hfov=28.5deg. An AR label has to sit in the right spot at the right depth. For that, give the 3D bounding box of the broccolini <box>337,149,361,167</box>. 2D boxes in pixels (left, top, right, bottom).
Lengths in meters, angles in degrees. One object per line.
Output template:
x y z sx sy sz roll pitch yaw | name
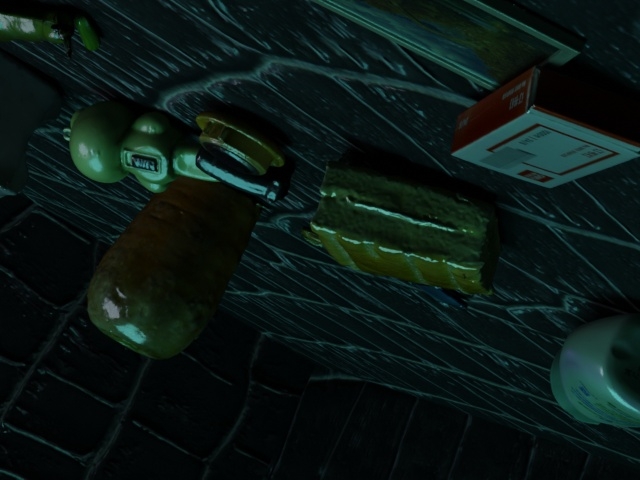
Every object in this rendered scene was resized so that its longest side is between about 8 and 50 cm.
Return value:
0.064 -0.088 1.743 0.035 0.030 0.140 16 169 29 | broccolini

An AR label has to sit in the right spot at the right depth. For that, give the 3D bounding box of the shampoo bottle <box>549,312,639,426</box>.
0.456 0.204 1.914 0.222 0.151 0.349 20 169 -3 | shampoo bottle

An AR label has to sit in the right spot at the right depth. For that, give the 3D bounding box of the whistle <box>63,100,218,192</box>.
-0.274 -0.152 2.021 0.294 0.141 0.141 7 167 4 | whistle

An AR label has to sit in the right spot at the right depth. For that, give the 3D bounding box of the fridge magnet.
-0.117 -0.139 1.804 0.143 0.063 0.143 27 169 6 | fridge magnet

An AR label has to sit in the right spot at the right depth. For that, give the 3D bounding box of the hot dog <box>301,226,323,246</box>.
0.000 0.000 2.310 0.083 0.021 0.037 20 167 18 | hot dog

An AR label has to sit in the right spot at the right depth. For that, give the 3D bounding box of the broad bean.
-0.415 -0.301 1.730 0.325 0.067 0.075 13 -156 42 | broad bean

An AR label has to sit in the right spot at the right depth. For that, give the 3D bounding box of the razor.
-0.113 -0.110 1.908 0.148 0.054 0.090 24 -151 1 | razor

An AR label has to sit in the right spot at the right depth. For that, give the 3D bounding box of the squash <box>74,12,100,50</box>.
-0.312 -0.279 1.686 0.027 0.027 0.089 24 168 8 | squash

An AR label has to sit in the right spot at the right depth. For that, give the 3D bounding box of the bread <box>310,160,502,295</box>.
0.127 -0.004 1.718 0.239 0.111 0.246 15 170 13 | bread

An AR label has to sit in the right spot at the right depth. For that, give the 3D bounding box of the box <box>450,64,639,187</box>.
0.218 -0.105 1.214 0.123 0.050 0.229 17 171 -11 | box

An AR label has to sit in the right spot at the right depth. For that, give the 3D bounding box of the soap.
-0.665 -0.230 2.214 0.350 0.213 0.435 26 169 -18 | soap

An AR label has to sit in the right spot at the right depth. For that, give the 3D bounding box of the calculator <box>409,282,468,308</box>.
0.201 0.084 2.266 0.141 0.019 0.094 34 166 -30 | calculator

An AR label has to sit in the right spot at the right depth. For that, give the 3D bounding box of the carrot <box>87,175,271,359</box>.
-0.266 0.039 2.269 0.224 0.341 0.224 27 167 7 | carrot

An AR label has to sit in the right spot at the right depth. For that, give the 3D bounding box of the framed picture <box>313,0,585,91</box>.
0.096 -0.206 1.139 0.250 0.016 0.184 26 169 -7 | framed picture
